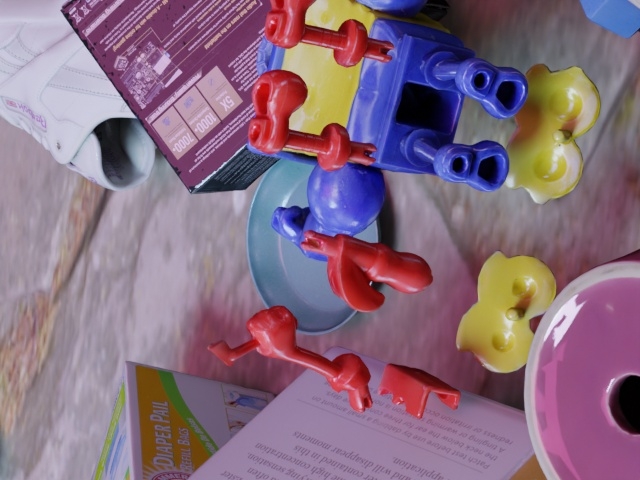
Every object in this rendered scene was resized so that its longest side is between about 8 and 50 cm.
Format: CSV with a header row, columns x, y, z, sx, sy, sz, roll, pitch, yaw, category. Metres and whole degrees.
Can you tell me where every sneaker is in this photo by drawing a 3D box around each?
x,y,z,sx,sy,sz,roll,pitch,yaw,category
-0.189,-0.105,1.363,0.305,0.114,0.152,-6,87,45,sneaker

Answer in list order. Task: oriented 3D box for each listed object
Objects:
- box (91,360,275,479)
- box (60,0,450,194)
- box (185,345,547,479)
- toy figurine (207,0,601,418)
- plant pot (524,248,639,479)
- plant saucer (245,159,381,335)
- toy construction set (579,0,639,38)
x,y,z,sx,sy,sz,roll,pitch,yaw,category
-0.082,0.173,1.205,0.203,0.103,0.114,-107,33,-67,box
-0.040,-0.140,1.184,0.180,0.077,0.147,-41,77,20,box
-0.019,0.253,1.000,0.168,0.345,0.215,17,139,44,box
0.011,-0.112,1.027,0.217,0.191,0.362,25,106,58,toy figurine
0.201,0.070,0.928,0.201,0.180,0.201,2,93,44,plant pot
0.000,0.000,1.242,0.119,0.021,0.119,3,94,46,plant saucer
0.294,-0.123,0.836,0.237,0.257,0.309,49,115,12,toy construction set
